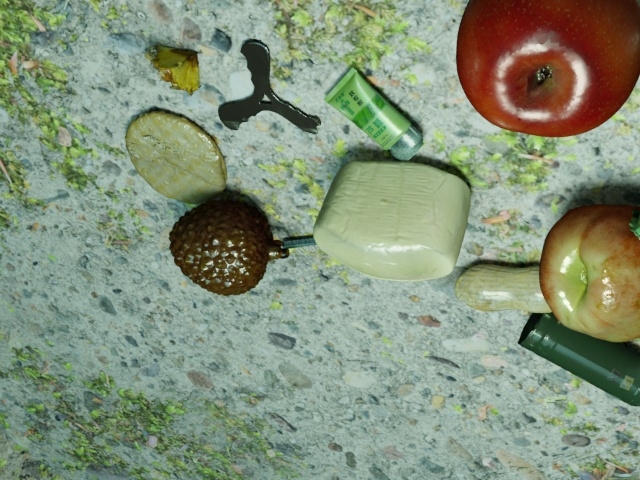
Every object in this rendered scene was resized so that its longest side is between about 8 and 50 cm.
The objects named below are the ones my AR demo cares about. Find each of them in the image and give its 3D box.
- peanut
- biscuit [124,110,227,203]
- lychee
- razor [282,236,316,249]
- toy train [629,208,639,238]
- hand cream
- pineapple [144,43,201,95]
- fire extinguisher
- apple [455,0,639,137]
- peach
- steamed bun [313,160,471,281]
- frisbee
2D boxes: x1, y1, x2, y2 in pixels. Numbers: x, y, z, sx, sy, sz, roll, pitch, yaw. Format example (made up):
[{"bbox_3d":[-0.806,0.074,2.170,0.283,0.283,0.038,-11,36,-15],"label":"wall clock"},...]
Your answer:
[{"bbox_3d":[0.338,0.086,1.825,0.207,0.087,0.087,1,131,26],"label":"peanut"},{"bbox_3d":[-0.278,-0.155,1.959,0.220,0.033,0.220,15,137,14],"label":"biscuit"},{"bbox_3d":[-0.174,0.013,1.948,0.238,0.200,0.200,8,134,11],"label":"lychee"},{"bbox_3d":[0.004,0.000,1.963,0.190,0.033,0.066,-8,82,37],"label":"razor"},{"bbox_3d":[0.598,-0.039,1.489,0.272,0.188,0.159,32,137,-1],"label":"toy train"},{"bbox_3d":[0.093,-0.203,1.704,0.175,0.046,0.095,39,140,-8],"label":"hand cream"},{"bbox_3d":[-0.262,-0.313,1.786,0.114,0.114,0.077,34,103,18],"label":"pineapple"},{"bbox_3d":[0.521,0.217,1.851,0.311,0.095,0.114,30,112,0],"label":"fire extinguisher"},{"bbox_3d":[0.315,-0.267,1.401,0.260,0.216,0.260,13,133,14],"label":"apple"},{"bbox_3d":[0.481,0.049,1.628,0.232,0.257,0.232,12,106,51],"label":"peach"},{"bbox_3d":[0.124,-0.024,1.749,0.250,0.200,0.155,8,148,14],"label":"steamed bun"},{"bbox_3d":[-0.084,-0.238,1.791,0.187,0.012,0.211,31,138,-4],"label":"frisbee"}]
